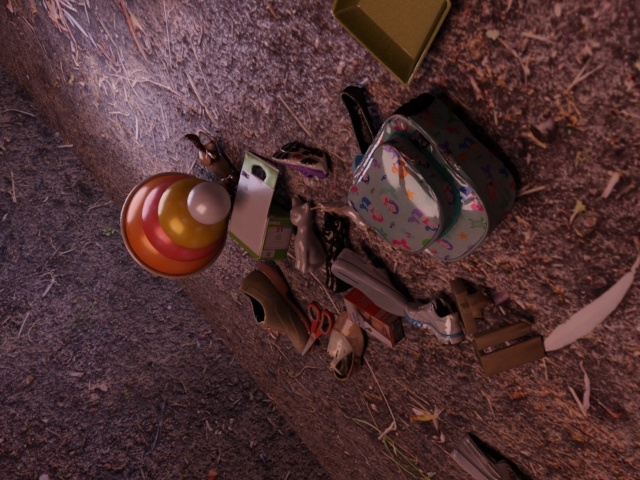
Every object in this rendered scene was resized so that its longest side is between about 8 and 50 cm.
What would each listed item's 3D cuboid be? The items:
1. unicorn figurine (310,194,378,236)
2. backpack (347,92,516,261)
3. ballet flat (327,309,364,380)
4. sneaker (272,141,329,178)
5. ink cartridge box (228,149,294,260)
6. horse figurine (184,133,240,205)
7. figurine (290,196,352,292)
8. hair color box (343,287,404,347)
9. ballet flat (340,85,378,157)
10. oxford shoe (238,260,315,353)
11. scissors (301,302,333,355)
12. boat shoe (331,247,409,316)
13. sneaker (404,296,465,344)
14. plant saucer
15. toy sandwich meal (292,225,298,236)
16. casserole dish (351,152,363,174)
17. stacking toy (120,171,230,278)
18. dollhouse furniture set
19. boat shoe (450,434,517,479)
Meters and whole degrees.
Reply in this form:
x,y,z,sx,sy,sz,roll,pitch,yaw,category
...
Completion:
x,y,z,sx,sy,sz,roll,pitch,yaw,category
0.074,-0.070,1.315,0.162,0.111,0.060,41,154,23,unicorn figurine
0.186,-0.087,1.025,0.253,0.191,0.225,41,146,5,backpack
0.074,0.337,1.866,0.107,0.106,0.316,35,150,32,ballet flat
-0.048,-0.180,1.434,0.169,0.068,0.071,27,151,41,sneaker
-0.152,-0.097,1.679,0.188,0.097,0.255,36,118,47,ink cartridge box
-0.298,-0.219,1.794,0.263,0.066,0.174,51,163,-17,horse figurine
0.000,0.000,1.584,0.214,0.092,0.210,29,139,42,figurine
0.142,0.207,1.640,0.167,0.053,0.093,28,145,39,hair color box
0.078,-0.209,1.161,0.057,0.049,0.173,-10,105,48,ballet flat
-0.153,0.263,2.098,0.140,0.146,0.397,6,132,54,oxford shoe
-0.015,0.321,2.021,0.109,0.021,0.297,35,136,26,scissors
0.136,0.096,1.480,0.226,0.076,0.083,35,152,-11,boat shoe
0.256,0.160,1.372,0.190,0.071,0.083,24,127,58,sneaker
0.113,-0.363,0.935,0.188,0.045,0.188,47,154,10,plant saucer
-0.078,-0.036,1.717,0.085,0.029,0.086,39,152,25,toy sandwich meal
0.141,-0.121,1.223,0.188,0.037,0.114,30,148,41,casserole dish
-0.380,-0.069,1.808,0.351,0.350,0.479,57,154,-11,stacking toy
0.357,0.159,1.240,0.151,0.123,0.144,-101,-10,-59,dollhouse furniture set
0.468,0.618,1.599,0.267,0.088,0.096,34,174,45,boat shoe
